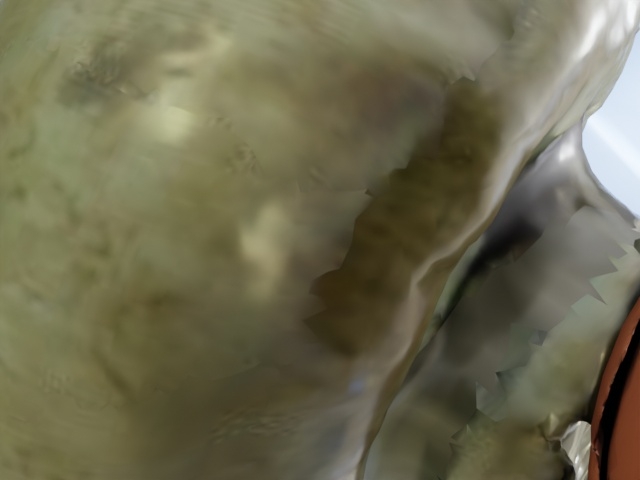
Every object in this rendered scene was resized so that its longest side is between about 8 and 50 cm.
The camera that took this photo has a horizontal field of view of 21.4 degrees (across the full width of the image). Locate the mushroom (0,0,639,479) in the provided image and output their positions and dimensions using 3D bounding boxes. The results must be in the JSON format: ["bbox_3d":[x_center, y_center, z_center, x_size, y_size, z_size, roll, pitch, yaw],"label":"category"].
[{"bbox_3d":[0.000,0.000,0.614,0.260,0.352,0.352,24,-1,15],"label":"mushroom"}]

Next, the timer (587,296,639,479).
[{"bbox_3d":[0.188,0.063,0.416,0.230,0.215,0.229,29,34,-22],"label":"timer"}]
